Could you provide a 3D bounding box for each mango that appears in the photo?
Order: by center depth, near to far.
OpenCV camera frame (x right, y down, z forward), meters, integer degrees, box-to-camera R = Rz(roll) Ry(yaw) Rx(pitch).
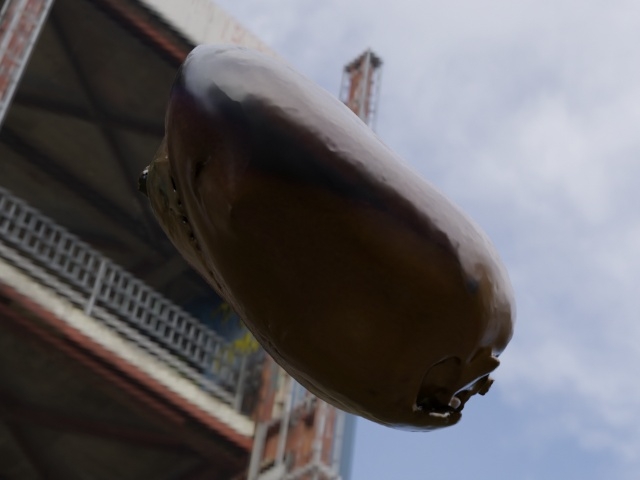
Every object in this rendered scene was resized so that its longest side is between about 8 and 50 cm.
[{"bbox_3d":[0.000,0.000,0.853,0.287,0.201,0.152,43,-76,9],"label":"mango"}]
